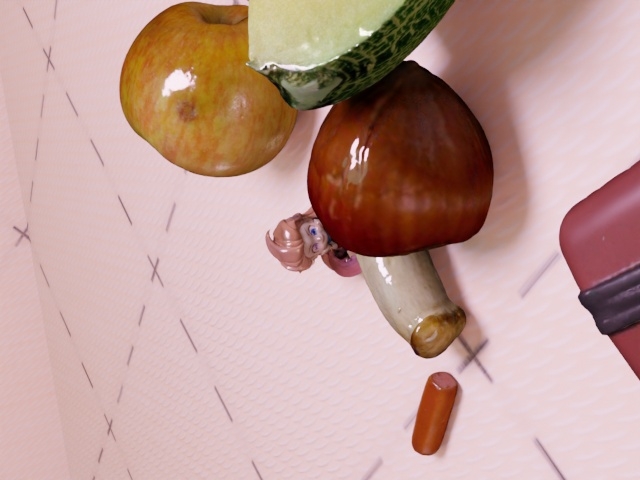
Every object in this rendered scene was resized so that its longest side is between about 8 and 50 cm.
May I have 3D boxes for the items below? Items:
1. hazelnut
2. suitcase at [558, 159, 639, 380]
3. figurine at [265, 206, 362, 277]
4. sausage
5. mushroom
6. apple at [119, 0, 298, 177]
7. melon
[{"bbox_3d":[0.085,-0.098,0.985,0.229,0.230,0.229,26,122,51],"label":"hazelnut"},{"bbox_3d":[0.324,-0.027,0.560,0.161,0.297,0.236,61,146,9],"label":"suitcase"},{"bbox_3d":[0.001,-0.003,1.221,0.114,0.157,0.126,-137,36,-72],"label":"figurine"},{"bbox_3d":[0.149,0.231,1.161,0.041,0.039,0.131,36,131,37],"label":"sausage"},{"bbox_3d":[0.083,-0.006,1.116,0.087,0.107,0.333,-30,71,20],"label":"mushroom"},{"bbox_3d":[-0.153,-0.228,1.274,0.264,0.264,0.264,26,122,51],"label":"apple"},{"bbox_3d":[0.051,-0.288,0.859,0.331,0.226,0.343,-5,74,66],"label":"melon"}]
